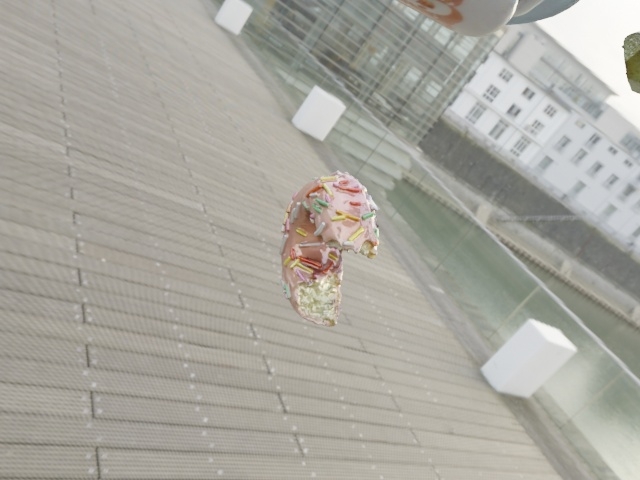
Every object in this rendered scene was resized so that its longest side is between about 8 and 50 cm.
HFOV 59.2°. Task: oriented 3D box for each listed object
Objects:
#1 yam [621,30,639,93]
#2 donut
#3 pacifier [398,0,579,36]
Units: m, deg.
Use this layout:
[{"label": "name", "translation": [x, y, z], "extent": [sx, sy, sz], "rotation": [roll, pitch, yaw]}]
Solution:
[{"label": "yam", "translation": [0.364, -0.189, 0.585], "extent": [0.147, 0.069, 0.069], "rotation": [-14, 43, -19]}, {"label": "donut", "translation": [0.000, 0.000, 0.843], "extent": [0.085, 0.233, 0.199], "rotation": [4, 42, -23]}, {"label": "pacifier", "translation": [0.142, -0.318, 0.521], "extent": [0.279, 0.207, 0.227], "rotation": [18, -10, -23]}]
